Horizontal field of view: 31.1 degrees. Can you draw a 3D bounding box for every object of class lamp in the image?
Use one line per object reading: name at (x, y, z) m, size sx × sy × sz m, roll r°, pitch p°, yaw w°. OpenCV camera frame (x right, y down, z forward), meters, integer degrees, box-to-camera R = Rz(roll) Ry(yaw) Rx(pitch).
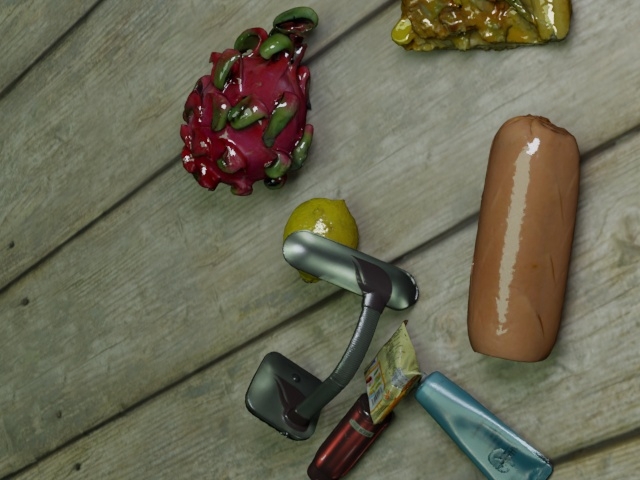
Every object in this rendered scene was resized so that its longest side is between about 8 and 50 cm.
lamp at (-0.022, 0.133, 1.604) m, size 0.203 × 0.124 × 0.283 m, roll 32°, pitch 120°, yaw -10°

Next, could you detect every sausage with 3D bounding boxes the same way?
sausage at (0.251, -0.003, 1.421) m, size 0.121 × 0.121 × 0.304 m, roll 13°, pitch 101°, yaw 39°

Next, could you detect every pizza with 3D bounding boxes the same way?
pizza at (0.204, -0.378, 1.472) m, size 0.257 × 0.087 × 0.269 m, roll 2°, pitch 91°, yaw 37°

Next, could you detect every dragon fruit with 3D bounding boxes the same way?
dragon fruit at (-0.105, -0.201, 1.674) m, size 0.198 × 0.218 × 0.273 m, roll 3°, pitch 89°, yaw 3°

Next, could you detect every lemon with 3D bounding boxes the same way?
lemon at (0.000, 0.000, 1.640) m, size 0.109 × 0.109 × 0.133 m, roll 28°, pitch 103°, yaw 36°

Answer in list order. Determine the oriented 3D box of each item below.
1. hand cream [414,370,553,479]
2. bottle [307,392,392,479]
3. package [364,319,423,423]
hand cream at (0.206, 0.254, 1.529) m, size 0.224 × 0.048 × 0.083 m, roll 42°, pitch 115°, yaw 25°
bottle at (0.037, 0.293, 1.660) m, size 0.060 × 0.060 × 0.164 m, roll 51°, pitch 122°, yaw 26°
package at (0.098, 0.183, 1.589) m, size 0.108 × 0.031 × 0.121 m, roll -53°, pitch 28°, yaw 28°
